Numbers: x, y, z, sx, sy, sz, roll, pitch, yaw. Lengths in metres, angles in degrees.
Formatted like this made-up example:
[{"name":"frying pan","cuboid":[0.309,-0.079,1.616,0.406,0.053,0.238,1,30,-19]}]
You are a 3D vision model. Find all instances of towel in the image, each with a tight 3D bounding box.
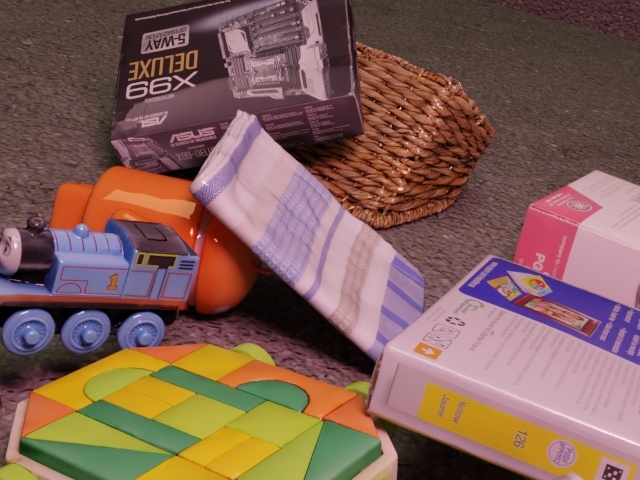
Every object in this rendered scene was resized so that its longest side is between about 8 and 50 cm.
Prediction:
[{"name":"towel","cuboid":[0.000,0.000,0.983,0.285,0.034,0.209,43,22,-11]}]

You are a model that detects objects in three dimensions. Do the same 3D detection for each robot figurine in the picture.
[{"name":"robot figurine","cuboid":[-0.151,0.001,0.976,0.220,0.158,0.128,12,54,2]}]

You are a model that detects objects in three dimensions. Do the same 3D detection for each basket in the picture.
[{"name":"basket","cuboid":[0.059,-0.134,1.399,0.299,0.223,0.213,28,-4,32]}]

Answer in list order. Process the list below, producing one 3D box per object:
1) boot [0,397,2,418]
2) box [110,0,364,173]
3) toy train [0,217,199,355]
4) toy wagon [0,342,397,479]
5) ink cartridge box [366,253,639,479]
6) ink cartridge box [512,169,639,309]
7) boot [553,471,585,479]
[{"name":"boot","cuboid":[-0.328,0.065,0.803,0.249,0.090,0.207,12,26,11]},{"name":"box","cuboid":[-0.105,-0.215,1.287,0.308,0.076,0.242,-9,50,9]},{"name":"toy train","cuboid":[-0.193,0.034,0.818,0.184,0.105,0.080,5,22,-37]},{"name":"toy wagon","cuboid":[-0.051,0.160,0.702,0.345,0.068,0.267,13,22,33]},{"name":"ink cartridge box","cuboid":[0.230,0.117,0.789,0.307,0.072,0.304,22,18,18]},{"name":"ink cartridge box","cuboid":[0.392,0.035,1.148,0.283,0.117,0.207,25,28,29]},{"name":"boot","cuboid":[0.200,0.269,0.604,0.258,0.123,0.095,44,-2,2]}]
